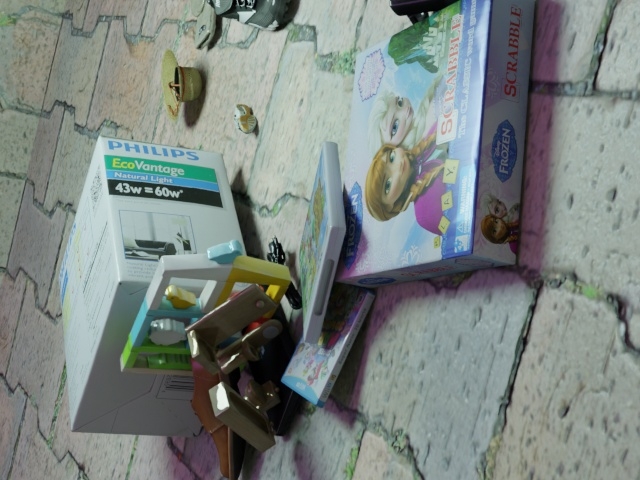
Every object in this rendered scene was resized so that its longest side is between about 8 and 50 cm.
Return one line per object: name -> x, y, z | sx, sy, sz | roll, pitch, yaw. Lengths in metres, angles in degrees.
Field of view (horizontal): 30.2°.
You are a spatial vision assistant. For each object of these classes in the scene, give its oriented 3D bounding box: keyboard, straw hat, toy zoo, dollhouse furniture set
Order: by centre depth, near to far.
dollhouse furniture set -> -0.086, 0.178, 1.654 | 0.123, 0.144, 0.151 | -34, 42, 12
toy zoo -> -0.166, 0.104, 1.738 | 0.293, 0.192, 0.030 | 120, 147, -42
keyboard -> -0.069, 0.123, 1.792 | 0.317, 0.033, 0.201 | -117, 39, -50
straw hat -> -0.264, -0.305, 2.318 | 0.144, 0.061, 0.144 | 174, 90, -69

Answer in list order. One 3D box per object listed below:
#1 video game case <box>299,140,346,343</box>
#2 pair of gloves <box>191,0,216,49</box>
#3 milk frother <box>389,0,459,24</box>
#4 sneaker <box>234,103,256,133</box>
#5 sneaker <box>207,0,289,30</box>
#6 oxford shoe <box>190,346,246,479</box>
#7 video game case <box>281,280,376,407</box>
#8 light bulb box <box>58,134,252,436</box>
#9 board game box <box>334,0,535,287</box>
video game case -> 0.000, 0.000, 1.615 | 0.212, 0.023, 0.193 | -94, 14, -54
pair of gloves -> -0.187, -0.504, 2.270 | 0.240, 0.042, 0.204 | -46, 44, 50
milk frother -> 0.150, -0.332, 1.487 | 0.135, 0.143, 0.129 | -6, 83, 30
sneaker -> -0.131, -0.202, 2.053 | 0.083, 0.032, 0.037 | -108, 25, -53
sneaker -> -0.133, -0.411, 2.051 | 0.234, 0.106, 0.078 | 25, 102, 63
oxford shoe -> -0.156, 0.263, 1.798 | 0.076, 0.076, 0.212 | -46, -50, -75
video game case -> 0.009, 0.133, 1.607 | 0.119, 0.015, 0.166 | 21, 86, 63
light bulb box -> -0.289, 0.078, 1.992 | 0.361, 0.225, 0.358 | -107, 32, -45
board game box -> 0.131, -0.113, 1.450 | 0.318, 0.066, 0.318 | -16, 65, 61
